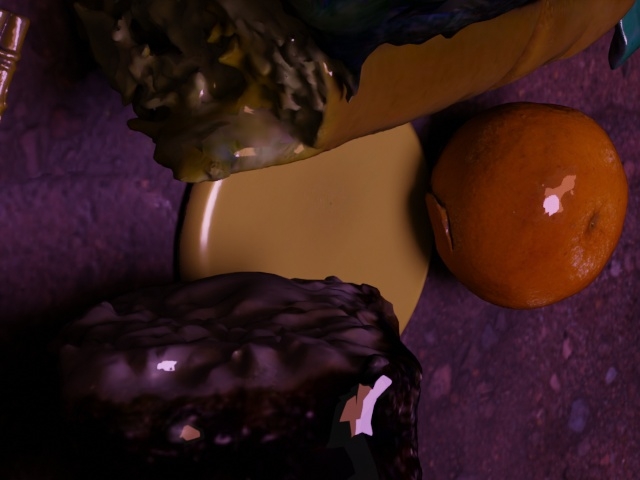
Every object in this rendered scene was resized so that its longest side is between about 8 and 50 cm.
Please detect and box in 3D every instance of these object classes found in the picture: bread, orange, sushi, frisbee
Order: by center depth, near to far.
[{"bbox_3d":[-0.048,0.113,0.743,0.197,0.343,0.181,4,94,-5],"label":"sushi"},{"bbox_3d":[0.027,-0.180,0.787,0.377,0.251,0.208,-27,144,-37],"label":"bread"},{"bbox_3d":[0.000,0.000,0.946,0.236,0.017,0.235,-10,105,-42],"label":"frisbee"},{"bbox_3d":[0.146,-0.028,1.001,0.155,0.134,0.154,-20,122,-34],"label":"orange"}]

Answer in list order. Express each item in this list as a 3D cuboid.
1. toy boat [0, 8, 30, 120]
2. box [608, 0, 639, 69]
[{"bbox_3d":[-0.197,-0.074,0.744,0.063,0.016,0.115,14,89,-45],"label":"toy boat"},{"bbox_3d":[0.205,-0.329,0.996,0.264,0.106,0.336,-43,125,-41],"label":"box"}]
